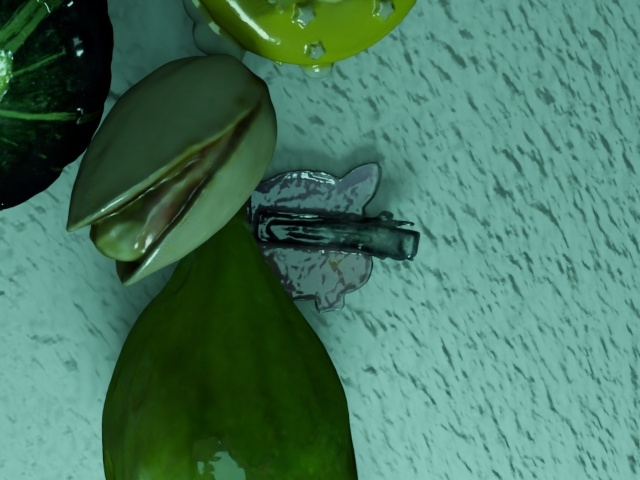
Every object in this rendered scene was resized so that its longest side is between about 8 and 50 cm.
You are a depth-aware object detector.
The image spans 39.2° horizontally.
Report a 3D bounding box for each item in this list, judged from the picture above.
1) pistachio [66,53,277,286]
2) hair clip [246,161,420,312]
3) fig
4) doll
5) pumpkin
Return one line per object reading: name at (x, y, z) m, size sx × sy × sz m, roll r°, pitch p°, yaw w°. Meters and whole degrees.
pistachio at (-0.115, -0.065, 0.732) m, size 0.144 × 0.144 × 0.215 m, roll 38°, pitch 56°, yaw -12°
hair clip at (0.000, -0.001, 0.862) m, size 0.187 × 0.056 × 0.146 m, roll 0°, pitch 99°, yaw -1°
fig at (-0.088, 0.140, 0.809) m, size 0.233 × 0.233 × 0.314 m, roll -13°, pitch 59°, yaw -7°
doll at (-0.007, -0.256, 0.766) m, size 0.237 × 0.111 × 0.252 m, roll -6°, pitch 121°, yaw -13°
pumpkin at (-0.318, -0.163, 0.706) m, size 0.295 × 0.296 × 0.296 m, roll -1°, pitch 98°, yaw -9°
